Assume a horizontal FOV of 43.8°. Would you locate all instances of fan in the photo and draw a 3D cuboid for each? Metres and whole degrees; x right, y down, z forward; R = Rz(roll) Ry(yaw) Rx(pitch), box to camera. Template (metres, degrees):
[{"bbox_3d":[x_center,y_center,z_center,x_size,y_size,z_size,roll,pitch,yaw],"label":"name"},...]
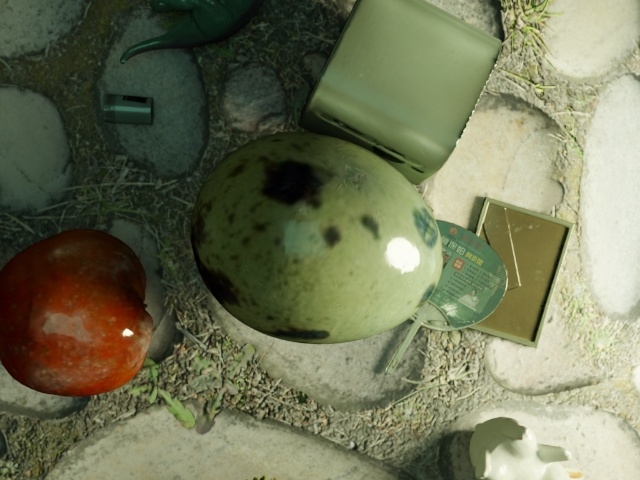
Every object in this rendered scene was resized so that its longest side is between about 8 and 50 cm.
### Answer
[{"bbox_3d":[0.195,0.084,1.490,0.294,0.012,0.223,-31,90,3],"label":"fan"}]

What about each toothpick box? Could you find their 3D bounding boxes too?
[{"bbox_3d":[-0.343,-0.234,1.427,0.083,0.052,0.052,3,93,-5],"label":"toothpick box"}]

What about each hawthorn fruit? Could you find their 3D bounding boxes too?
[{"bbox_3d":[-0.407,0.121,1.334,0.284,0.284,0.284,0,93,-4],"label":"hawthorn fruit"}]

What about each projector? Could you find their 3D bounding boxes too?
[{"bbox_3d":[0.126,-0.263,1.350,0.249,0.248,0.248,26,84,-5],"label":"projector"}]

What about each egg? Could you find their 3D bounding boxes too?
[{"bbox_3d":[0.000,0.000,1.316,0.427,0.345,0.345,13,92,-9],"label":"egg"}]

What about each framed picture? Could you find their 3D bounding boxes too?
[{"bbox_3d":[0.360,0.061,1.506,0.184,0.016,0.250,16,91,-4],"label":"framed picture"}]

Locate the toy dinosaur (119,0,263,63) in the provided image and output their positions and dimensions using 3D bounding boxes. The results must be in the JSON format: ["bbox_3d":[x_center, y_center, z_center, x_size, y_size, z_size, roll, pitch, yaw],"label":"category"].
[{"bbox_3d":[-0.121,-0.407,1.415,0.330,0.129,0.384,26,105,-18],"label":"toy dinosaur"}]

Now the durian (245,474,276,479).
[{"bbox_3d":[-0.128,0.529,1.409,0.237,0.200,0.176,-35,69,-13],"label":"durian"}]

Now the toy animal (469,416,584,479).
[{"bbox_3d":[0.405,0.439,1.467,0.282,0.138,0.140,39,86,-6],"label":"toy animal"}]
